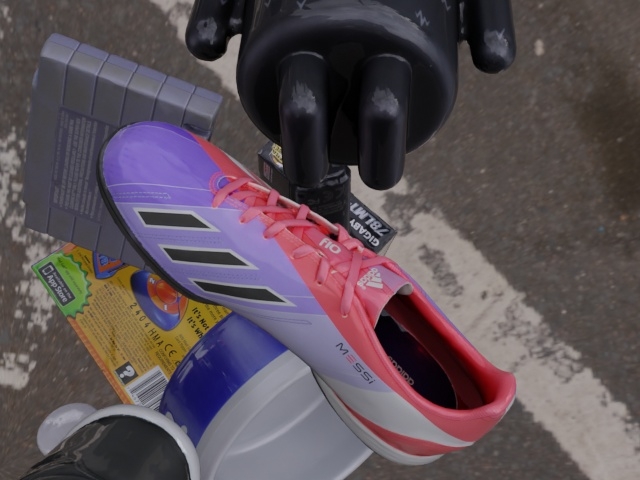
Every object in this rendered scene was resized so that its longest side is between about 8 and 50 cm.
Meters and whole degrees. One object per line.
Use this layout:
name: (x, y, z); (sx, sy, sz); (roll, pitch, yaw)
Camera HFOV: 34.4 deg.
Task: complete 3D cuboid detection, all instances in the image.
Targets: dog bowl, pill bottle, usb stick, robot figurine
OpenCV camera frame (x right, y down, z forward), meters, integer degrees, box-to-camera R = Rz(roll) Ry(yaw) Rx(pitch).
dog bowl: (-0.032, 0.169, 1.080); (0.264, 0.265, 0.104); (-28, 55, -21)
pill bottle: (-0.413, 0.395, 1.830); (0.119, 0.209, 0.119); (-6, 43, 6)
usb stick: (0.000, 0.000, 1.284); (0.077, 0.278, 0.045); (-14, 55, -9)
robot figurine: (0.024, -0.175, 0.814); (0.209, 0.173, 0.278); (27, 49, -27)

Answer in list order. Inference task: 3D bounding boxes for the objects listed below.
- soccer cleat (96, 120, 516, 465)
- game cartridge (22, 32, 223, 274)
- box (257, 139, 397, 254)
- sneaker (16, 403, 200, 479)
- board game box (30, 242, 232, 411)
soccer cleat: (-0.007, 0.022, 0.685); (0.318, 0.116, 0.109); (43, 56, -5)
game cartridge: (-0.274, -0.102, 1.366); (0.230, 0.355, 0.068); (24, 51, -2)
box: (0.003, -0.054, 2.028); (0.293, 0.295, 0.073); (41, 77, 6)
sneaker: (-0.153, 0.209, 0.433); (0.104, 0.147, 0.296); (28, 89, 4)
board game box: (-0.249, 0.116, 1.850); (0.356, 0.356, 0.357); (-34, 87, -12)
